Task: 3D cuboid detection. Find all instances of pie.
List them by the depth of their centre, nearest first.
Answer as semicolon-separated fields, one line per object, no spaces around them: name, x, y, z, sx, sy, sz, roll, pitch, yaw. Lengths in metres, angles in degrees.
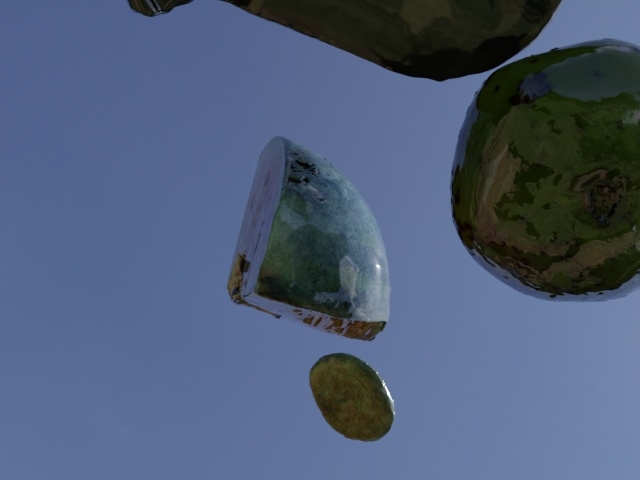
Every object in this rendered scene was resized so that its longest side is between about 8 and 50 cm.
pie;0.027;0.126;0.750;0.084;0.021;0.084;21;-52;30

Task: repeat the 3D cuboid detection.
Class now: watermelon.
watermelon;0.006;0.002;0.999;0.175;0.188;0.322;16;-3;-12

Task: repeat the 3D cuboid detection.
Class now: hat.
hat;0.032;-0.313;0.740;0.382;0.366;0.257;21;-6;14

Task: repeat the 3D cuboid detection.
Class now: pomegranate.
pomegranate;0.208;-0.057;0.782;0.214;0.248;0.214;1;-82;4
